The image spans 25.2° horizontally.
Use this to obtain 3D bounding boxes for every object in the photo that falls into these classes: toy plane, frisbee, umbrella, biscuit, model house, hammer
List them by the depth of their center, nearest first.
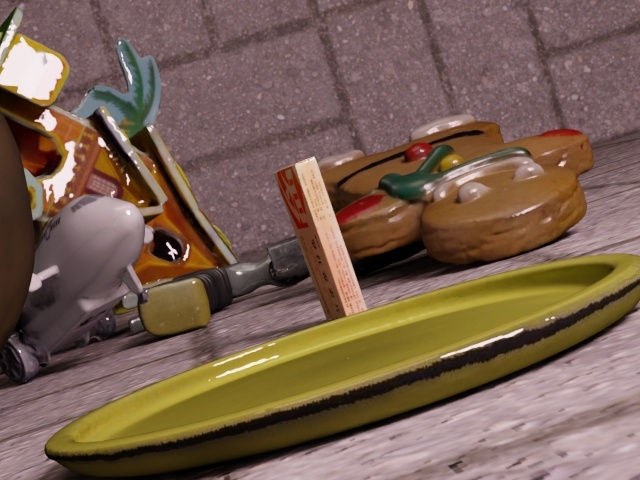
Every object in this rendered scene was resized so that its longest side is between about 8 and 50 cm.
[{"bbox_3d":[0.011,0.046,0.542,0.236,0.017,0.236,-18,2,1],"label":"frisbee"},{"bbox_3d":[0.092,-0.042,1.012,0.196,0.049,0.301,-23,17,-8],"label":"biscuit"},{"bbox_3d":[-0.197,0.036,1.097,0.251,0.101,0.255,-28,0,-42],"label":"toy plane"},{"bbox_3d":[0.071,-0.012,1.125,0.235,0.059,0.066,-19,-16,-2],"label":"umbrella"},{"bbox_3d":[-0.109,0.048,1.209,0.158,0.041,0.226,-17,2,8],"label":"hammer"},{"bbox_3d":[-0.202,-0.080,1.367,0.323,0.340,0.300,27,-20,-19],"label":"model house"}]

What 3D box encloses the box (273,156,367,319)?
[{"bbox_3d":[0.000,0.000,0.810,0.015,0.093,0.058,-20,3,-12],"label":"box"}]

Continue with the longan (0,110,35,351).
[{"bbox_3d":[-0.331,-0.004,0.899,0.318,0.319,0.319,-17,2,1],"label":"longan"}]

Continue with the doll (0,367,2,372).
[{"bbox_3d":[-0.313,0.099,1.333,0.127,0.073,0.084,-12,-29,27],"label":"doll"}]
